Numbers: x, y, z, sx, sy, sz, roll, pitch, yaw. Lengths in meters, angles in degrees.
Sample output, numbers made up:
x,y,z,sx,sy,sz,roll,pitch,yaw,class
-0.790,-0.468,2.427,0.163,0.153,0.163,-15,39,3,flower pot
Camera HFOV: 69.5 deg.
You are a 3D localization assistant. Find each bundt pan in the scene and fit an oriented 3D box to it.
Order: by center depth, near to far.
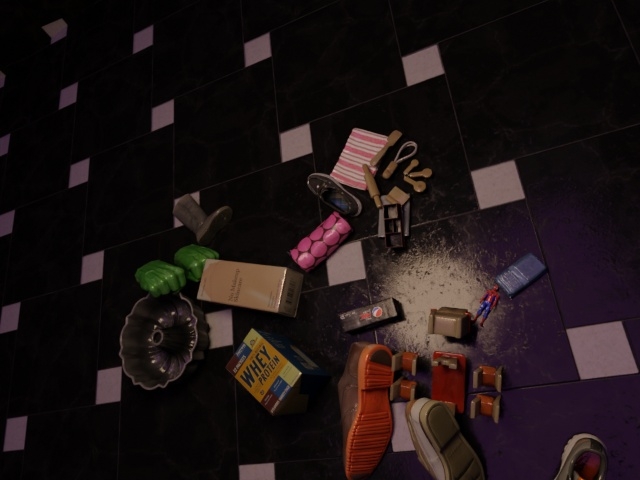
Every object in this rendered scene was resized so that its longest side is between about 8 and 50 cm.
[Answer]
x,y,z,sx,sy,sz,roll,pitch,yaw,class
-0.511,0.334,1.557,0.331,0.124,0.330,-8,71,22,bundt pan

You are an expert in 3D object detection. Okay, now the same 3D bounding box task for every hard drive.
x,y,z,sx,sy,sz,roll,pitch,yaw,class
0.225,-0.073,1.398,0.094,0.022,0.135,-2,73,24,hard drive

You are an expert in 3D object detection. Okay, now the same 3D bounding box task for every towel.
x,y,z,sx,sy,sz,roll,pitch,yaw,class
0.521,0.089,1.204,0.119,0.029,0.067,-39,62,10,towel
0.129,-0.269,1.503,0.144,0.029,0.196,23,84,28,towel

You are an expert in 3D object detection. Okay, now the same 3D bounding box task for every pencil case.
x,y,z,sx,sy,sz,roll,pitch,yaw,class
0.000,0.000,1.446,0.209,0.095,0.098,-40,41,6,pencil case

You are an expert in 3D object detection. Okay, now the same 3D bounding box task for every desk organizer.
x,y,z,sx,sy,sz,roll,pitch,yaw,class
0.212,-0.043,1.343,0.047,0.050,0.130,-5,89,24,desk organizer

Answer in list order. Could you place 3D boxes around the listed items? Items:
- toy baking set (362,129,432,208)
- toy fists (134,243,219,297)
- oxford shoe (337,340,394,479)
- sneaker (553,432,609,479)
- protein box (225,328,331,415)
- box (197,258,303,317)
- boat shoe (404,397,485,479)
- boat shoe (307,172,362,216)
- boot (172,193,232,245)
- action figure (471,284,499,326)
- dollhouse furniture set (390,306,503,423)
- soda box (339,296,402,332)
x,y,z,sx,sy,sz,roll,pitch,yaw,class
0.229,-0.214,1.426,0.197,0.030,0.256,-24,64,6,toy baking set
-0.471,0.102,1.556,0.142,0.279,0.096,13,119,40,toy fists
0.111,0.454,1.250,0.133,0.130,0.363,1,79,59,oxford shoe
0.546,0.554,0.999,0.100,0.108,0.271,18,83,27,sneaker
-0.116,0.373,1.314,0.201,0.200,0.135,34,90,30,protein box
-0.227,0.151,1.483,0.311,0.121,0.147,3,76,26,box
0.297,0.513,1.105,0.103,0.113,0.302,-15,97,62,boat shoe
0.030,-0.147,1.475,0.228,0.076,0.080,42,115,26,boat shoe
-0.437,-0.104,1.701,0.190,0.076,0.208,-45,54,4,boot
0.440,0.169,1.218,0.038,0.030,0.115,27,84,34,action figure
0.329,0.309,1.180,0.262,0.135,0.258,3,92,26,dollhouse furniture set
0.143,0.218,1.326,0.169,0.053,0.060,-21,66,19,soda box
